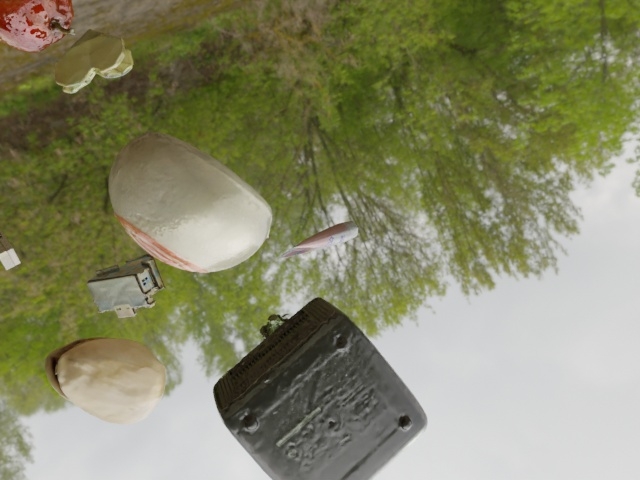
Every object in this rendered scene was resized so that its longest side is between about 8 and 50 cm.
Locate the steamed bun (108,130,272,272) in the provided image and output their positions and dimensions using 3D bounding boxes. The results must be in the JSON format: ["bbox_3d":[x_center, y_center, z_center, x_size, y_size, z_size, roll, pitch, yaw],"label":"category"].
[{"bbox_3d":[-0.231,-0.047,0.980,0.177,0.283,0.283,-58,-154,-9],"label":"steamed bun"}]

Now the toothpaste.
[{"bbox_3d":[0.000,0.000,1.210,0.195,0.042,0.067,-20,172,-40],"label":"toothpaste"}]

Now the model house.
[{"bbox_3d":[-0.652,0.153,2.066,0.271,0.178,0.206,-12,-161,26],"label":"model house"}]

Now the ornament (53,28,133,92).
[{"bbox_3d":[-0.599,-0.484,1.518,0.201,0.180,0.059,-18,156,4],"label":"ornament"}]

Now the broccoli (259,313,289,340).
[{"bbox_3d":[-0.151,0.314,2.053,0.132,0.120,0.130,-22,-143,-2],"label":"broccoli"}]

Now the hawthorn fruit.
[{"bbox_3d":[-0.620,-0.491,1.216,0.205,0.253,0.205,-50,175,-6],"label":"hawthorn fruit"}]

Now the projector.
[{"bbox_3d":[-0.002,0.413,1.457,0.395,0.405,0.242,-39,-167,-8],"label":"projector"}]

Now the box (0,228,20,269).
[{"bbox_3d":[-0.672,0.010,1.218,0.035,0.079,0.083,-33,165,-26],"label":"box"}]

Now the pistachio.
[{"bbox_3d":[-0.400,0.257,1.096,0.157,0.230,0.157,-26,-132,33],"label":"pistachio"}]
